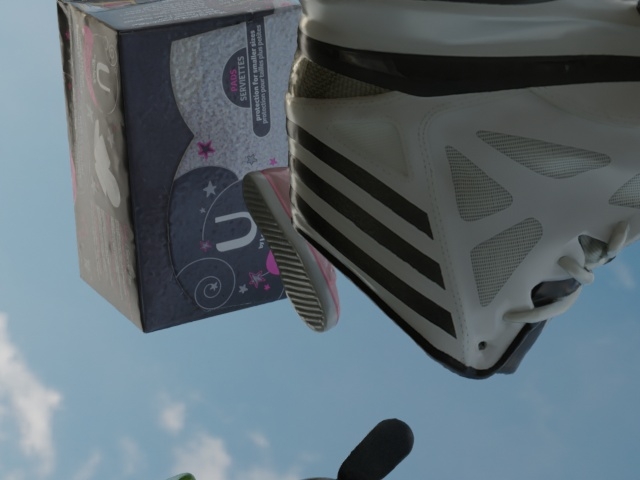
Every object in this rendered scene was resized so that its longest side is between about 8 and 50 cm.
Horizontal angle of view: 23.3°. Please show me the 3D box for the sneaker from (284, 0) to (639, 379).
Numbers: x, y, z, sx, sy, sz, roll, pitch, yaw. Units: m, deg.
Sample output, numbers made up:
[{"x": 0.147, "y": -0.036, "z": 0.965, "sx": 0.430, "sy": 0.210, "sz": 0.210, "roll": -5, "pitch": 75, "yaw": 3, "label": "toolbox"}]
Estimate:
[{"x": 0.194, "y": -0.040, "z": 0.992, "sx": 0.447, "sy": 0.169, "sz": 0.257, "roll": 6, "pitch": -68, "yaw": 0, "label": "sneaker"}]

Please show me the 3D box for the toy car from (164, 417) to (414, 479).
[{"x": -0.008, "y": 0.196, "z": 0.948, "sx": 0.188, "sy": 0.149, "sz": 0.155, "roll": -27, "pitch": -88, "yaw": 0, "label": "toy car"}]

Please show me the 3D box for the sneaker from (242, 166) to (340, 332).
[{"x": 0.000, "y": 0.000, "z": 1.124, "sx": 0.134, "sy": 0.070, "sz": 0.051, "roll": 63, "pitch": -29, "yaw": 24, "label": "sneaker"}]

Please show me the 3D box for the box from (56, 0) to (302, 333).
[{"x": -0.105, "y": -0.073, "z": 1.253, "sx": 0.142, "sy": 0.163, "sz": 0.247, "roll": 34, "pitch": -49, "yaw": 54, "label": "box"}]
